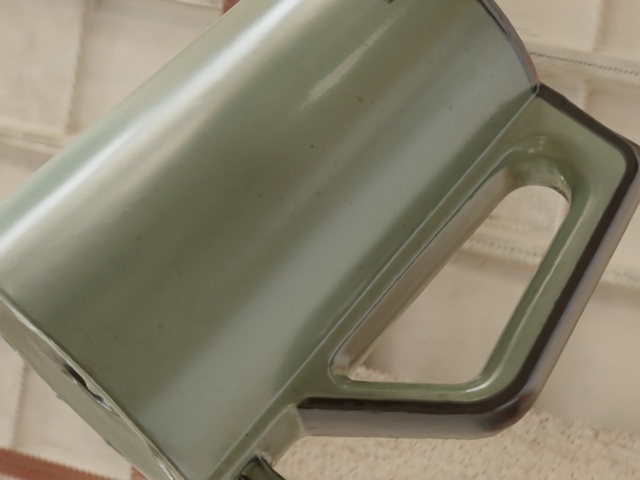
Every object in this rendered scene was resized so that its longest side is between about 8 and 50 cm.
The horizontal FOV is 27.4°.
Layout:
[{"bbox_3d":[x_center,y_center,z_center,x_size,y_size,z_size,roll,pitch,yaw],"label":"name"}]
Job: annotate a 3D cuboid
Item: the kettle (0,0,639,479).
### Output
[{"bbox_3d":[0.000,0.000,0.892,0.361,0.250,0.377,35,-110,27],"label":"kettle"}]
